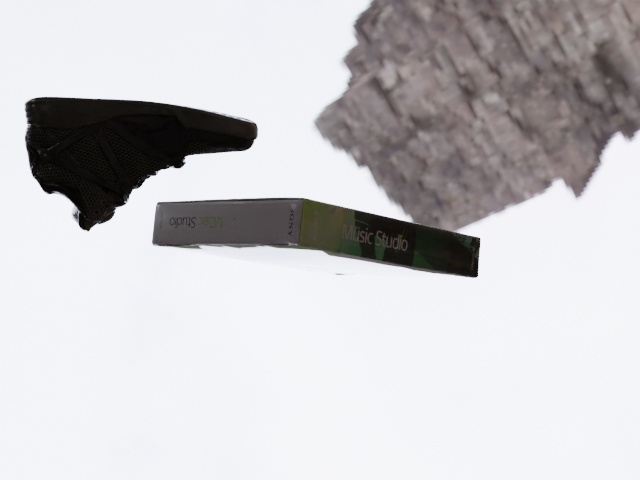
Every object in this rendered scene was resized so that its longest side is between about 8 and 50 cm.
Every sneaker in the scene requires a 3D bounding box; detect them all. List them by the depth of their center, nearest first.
[{"bbox_3d":[-0.176,-0.075,1.390,0.228,0.087,0.130,0,-85,-6],"label":"sneaker"}]

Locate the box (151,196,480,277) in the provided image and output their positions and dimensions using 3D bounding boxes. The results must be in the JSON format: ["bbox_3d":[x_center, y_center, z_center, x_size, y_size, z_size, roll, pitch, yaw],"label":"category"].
[{"bbox_3d":[0.000,0.000,1.638,0.322,0.232,0.058,9,-97,-49],"label":"box"}]
